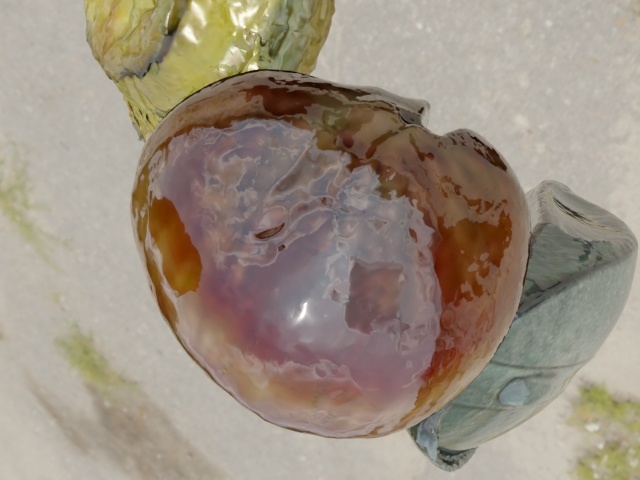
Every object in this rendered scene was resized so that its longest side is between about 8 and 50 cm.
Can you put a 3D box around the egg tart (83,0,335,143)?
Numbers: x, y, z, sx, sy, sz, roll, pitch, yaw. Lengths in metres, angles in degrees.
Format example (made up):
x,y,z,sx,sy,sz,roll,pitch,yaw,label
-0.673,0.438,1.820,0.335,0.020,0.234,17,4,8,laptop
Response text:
x,y,z,sx,sy,sz,roll,pitch,yaw,label
-0.108,-0.206,0.883,0.123,0.294,0.294,7,174,-42,egg tart

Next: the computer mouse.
x,y,z,sx,sy,sz,roll,pitch,yaw,label
0.163,0.060,0.843,0.114,0.374,0.203,40,114,3,computer mouse

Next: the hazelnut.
x,y,z,sx,sy,sz,roll,pitch,yaw,label
0.000,0.000,0.545,0.204,0.178,0.178,36,149,13,hazelnut
